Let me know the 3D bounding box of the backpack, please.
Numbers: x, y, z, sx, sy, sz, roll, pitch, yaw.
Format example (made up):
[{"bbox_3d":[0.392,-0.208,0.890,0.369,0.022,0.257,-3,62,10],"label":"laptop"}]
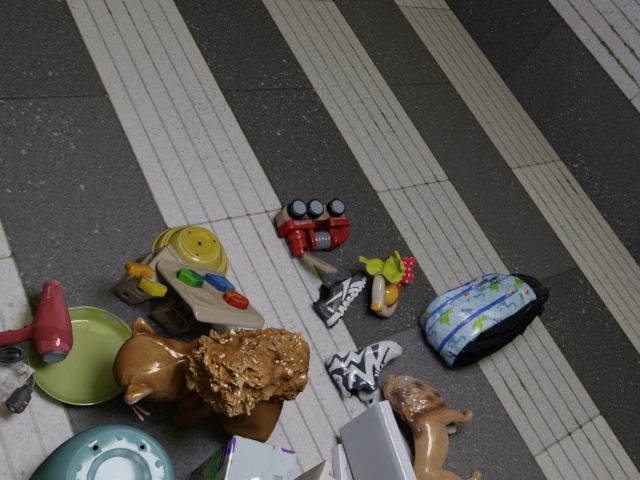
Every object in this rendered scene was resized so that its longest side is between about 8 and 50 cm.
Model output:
[{"bbox_3d":[0.484,0.246,1.963,0.273,0.290,0.356,42,52,14],"label":"backpack"}]

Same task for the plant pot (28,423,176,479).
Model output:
[{"bbox_3d":[-0.414,0.492,1.235,0.293,0.235,0.292,17,50,-21],"label":"plant pot"}]

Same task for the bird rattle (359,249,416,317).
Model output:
[{"bbox_3d":[0.199,0.131,1.945,0.143,0.253,0.206,7,80,19],"label":"bird rattle"}]

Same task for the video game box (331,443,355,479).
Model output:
[{"bbox_3d":[0.125,0.623,1.599,0.187,0.048,0.205,11,52,-22],"label":"video game box"}]

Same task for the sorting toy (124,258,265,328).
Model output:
[{"bbox_3d":[-0.292,0.113,1.501,0.307,0.041,0.229,17,19,-46],"label":"sorting toy"}]

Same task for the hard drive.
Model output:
[{"bbox_3d":[0.148,0.557,1.488,0.040,0.203,0.307,0,58,-32],"label":"hard drive"}]

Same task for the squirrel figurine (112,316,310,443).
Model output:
[{"bbox_3d":[-0.240,0.277,1.386,0.371,0.397,0.280,24,54,-31],"label":"squirrel figurine"}]

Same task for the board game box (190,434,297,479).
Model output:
[{"bbox_3d":[-0.176,0.529,1.323,0.142,0.275,0.144,21,49,-17],"label":"board game box"}]

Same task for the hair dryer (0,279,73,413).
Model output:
[{"bbox_3d":[-0.647,0.202,1.368,0.224,0.080,0.293,28,53,4],"label":"hair dryer"}]

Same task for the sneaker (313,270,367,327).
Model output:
[{"bbox_3d":[0.057,0.148,1.885,0.106,0.078,0.234,42,48,-1],"label":"sneaker"}]

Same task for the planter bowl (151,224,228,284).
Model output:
[{"bbox_3d":[-0.338,0.028,1.724,0.217,0.090,0.217,16,50,-21],"label":"planter bowl"}]

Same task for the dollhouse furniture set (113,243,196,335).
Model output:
[{"bbox_3d":[-0.395,0.131,1.611,0.183,0.129,0.129,53,42,-21],"label":"dollhouse furniture set"}]

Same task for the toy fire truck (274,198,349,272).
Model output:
[{"bbox_3d":[0.000,0.000,1.926,0.217,0.158,0.246,-3,71,-34],"label":"toy fire truck"}]

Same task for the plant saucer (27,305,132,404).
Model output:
[{"bbox_3d":[-0.541,0.266,1.460,0.241,0.037,0.240,16,52,-21],"label":"plant saucer"}]

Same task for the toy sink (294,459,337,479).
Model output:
[{"bbox_3d":[-0.010,0.607,1.398,0.131,0.234,0.152,34,46,-5],"label":"toy sink"}]

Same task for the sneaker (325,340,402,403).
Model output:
[{"bbox_3d":[0.143,0.372,1.763,0.235,0.094,0.153,-3,61,-33],"label":"sneaker"}]

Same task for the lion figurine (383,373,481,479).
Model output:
[{"bbox_3d":[0.291,0.548,1.685,0.240,0.142,0.391,18,47,-27],"label":"lion figurine"}]
